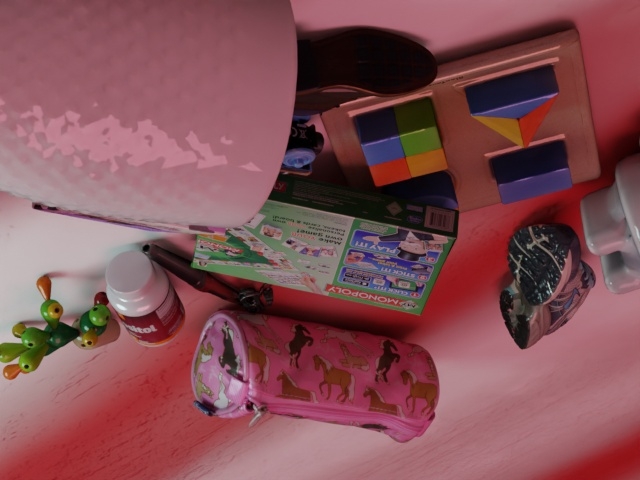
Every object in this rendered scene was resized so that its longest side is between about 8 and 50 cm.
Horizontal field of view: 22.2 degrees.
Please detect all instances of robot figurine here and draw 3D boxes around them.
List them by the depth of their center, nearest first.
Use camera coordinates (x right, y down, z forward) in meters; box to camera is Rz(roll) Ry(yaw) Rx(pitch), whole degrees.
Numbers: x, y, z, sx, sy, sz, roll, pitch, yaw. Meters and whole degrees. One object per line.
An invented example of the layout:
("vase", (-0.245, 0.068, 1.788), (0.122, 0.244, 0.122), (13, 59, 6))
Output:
("robot figurine", (0.521, -0.050, 2.127), (0.353, 0.200, 0.300), (-20, 127, 16))

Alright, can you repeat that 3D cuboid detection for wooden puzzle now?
("wooden puzzle", (0.185, -0.109, 2.035), (0.322, 0.081, 0.348), (-15, 150, 6))

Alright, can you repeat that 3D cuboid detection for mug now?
("mug", (-0.245, -0.161, 1.657), (0.328, 0.276, 0.374), (5, 178, -24))

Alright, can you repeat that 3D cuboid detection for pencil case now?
("pencil case", (-0.001, 0.205, 2.415), (0.386, 0.167, 0.160), (11, 168, -37))

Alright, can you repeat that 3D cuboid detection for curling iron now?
("curling iron", (-0.154, 0.046, 2.232), (0.068, 0.035, 0.274), (-24, 149, 27))

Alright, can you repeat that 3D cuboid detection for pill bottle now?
("pill bottle", (-0.240, 0.077, 2.207), (0.086, 0.086, 0.152), (-13, 149, 4))

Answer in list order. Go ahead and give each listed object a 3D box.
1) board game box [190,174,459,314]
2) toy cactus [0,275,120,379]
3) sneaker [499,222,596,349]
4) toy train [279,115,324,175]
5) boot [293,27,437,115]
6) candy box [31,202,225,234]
("board game box", (0.000, 0.000, 2.094), (0.317, 0.046, 0.213), (12, 150, -4))
("toy cactus", (-0.355, 0.122, 2.259), (0.219, 0.112, 0.180), (-34, 162, 30))
("sneaker", (0.340, 0.045, 2.358), (0.122, 0.110, 0.283), (-22, 156, -17))
("toy train", (-0.087, -0.118, 1.938), (0.184, 0.080, 0.105), (8, 154, -33))
("boot", (0.019, -0.191, 1.873), (0.219, 0.082, 0.106), (-2, 171, -23))
("candy box", (-0.223, -0.054, 1.914), (0.164, 0.070, 0.196), (11, 176, -32))
